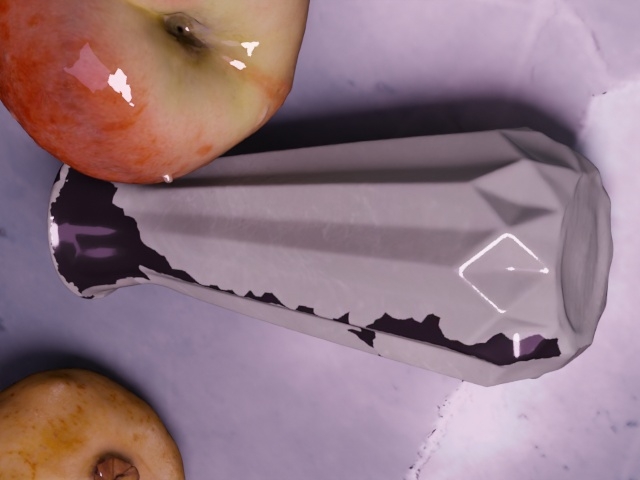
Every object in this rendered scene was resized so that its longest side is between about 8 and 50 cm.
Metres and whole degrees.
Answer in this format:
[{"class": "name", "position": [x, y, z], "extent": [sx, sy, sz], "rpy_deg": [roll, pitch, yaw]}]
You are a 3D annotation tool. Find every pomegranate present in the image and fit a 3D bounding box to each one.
[{"class": "pomegranate", "position": [-0.191, 0.188, 1.151], "extent": [0.196, 0.196, 0.196], "rpy_deg": [11, 118, 20]}]

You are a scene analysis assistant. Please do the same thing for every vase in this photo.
[{"class": "vase", "position": [0.000, 0.000, 0.989], "extent": [0.360, 0.165, 0.165], "rpy_deg": [5, 116, 28]}]

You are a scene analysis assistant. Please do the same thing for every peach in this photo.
[{"class": "peach", "position": [-0.114, -0.151, 0.948], "extent": [0.232, 0.232, 0.233], "rpy_deg": [11, 118, 20]}]
